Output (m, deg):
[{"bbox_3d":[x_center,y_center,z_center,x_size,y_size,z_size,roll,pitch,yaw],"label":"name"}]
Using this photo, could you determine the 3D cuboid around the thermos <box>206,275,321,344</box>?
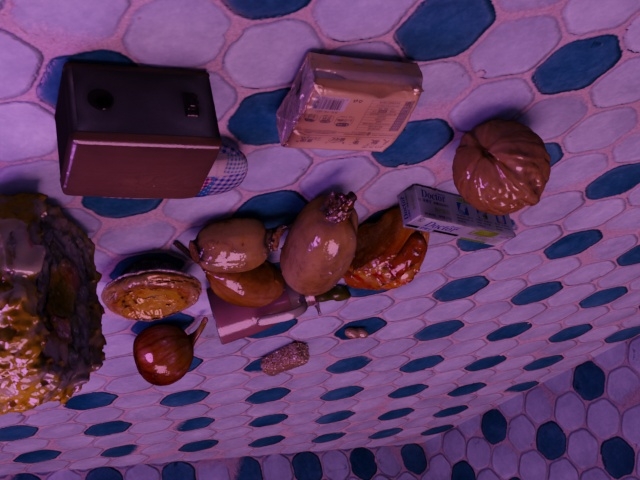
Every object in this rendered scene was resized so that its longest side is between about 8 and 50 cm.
[{"bbox_3d":[-0.139,0.161,2.097,0.265,0.176,0.146,-15,117,-5],"label":"thermos"}]

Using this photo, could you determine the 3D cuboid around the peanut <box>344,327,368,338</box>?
[{"bbox_3d":[0.113,0.288,2.615,0.083,0.037,0.037,3,150,-24],"label":"peanut"}]

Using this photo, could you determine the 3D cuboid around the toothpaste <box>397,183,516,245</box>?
[{"bbox_3d":[0.323,-0.056,1.967,0.336,0.081,0.067,10,150,-38],"label":"toothpaste"}]

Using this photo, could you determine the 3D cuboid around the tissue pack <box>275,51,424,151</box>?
[{"bbox_3d":[0.051,-0.236,1.462,0.222,0.090,0.186,-3,150,-24],"label":"tissue pack"}]

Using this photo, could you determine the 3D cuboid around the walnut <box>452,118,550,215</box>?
[{"bbox_3d":[0.367,-0.145,1.693,0.213,0.213,0.213,-11,154,-5],"label":"walnut"}]

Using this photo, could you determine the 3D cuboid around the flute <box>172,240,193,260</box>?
[{"bbox_3d":[-0.283,0.055,1.975,0.014,0.014,0.269,-18,154,10],"label":"flute"}]

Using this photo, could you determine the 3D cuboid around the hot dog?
[{"bbox_3d":[0.147,0.038,1.986,0.256,0.153,0.150,-29,150,30],"label":"hot dog"}]

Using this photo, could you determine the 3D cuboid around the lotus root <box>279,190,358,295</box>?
[{"bbox_3d":[0.000,0.000,1.822,0.151,0.169,0.343,9,148,-9],"label":"lotus root"}]

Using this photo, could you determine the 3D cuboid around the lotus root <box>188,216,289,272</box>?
[{"bbox_3d":[-0.175,0.009,1.826,0.221,0.118,0.125,-7,169,-16],"label":"lotus root"}]

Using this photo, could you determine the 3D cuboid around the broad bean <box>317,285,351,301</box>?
[{"bbox_3d":[-0.020,0.146,2.252,0.256,0.052,0.053,-1,-167,-30],"label":"broad bean"}]

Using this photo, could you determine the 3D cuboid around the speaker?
[{"bbox_3d":[-0.299,-0.173,1.346,0.231,0.153,0.192,-1,152,-24],"label":"speaker"}]

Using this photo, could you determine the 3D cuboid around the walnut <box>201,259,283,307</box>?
[{"bbox_3d":[-0.176,0.088,1.953,0.137,0.137,0.245,-28,151,27],"label":"walnut"}]

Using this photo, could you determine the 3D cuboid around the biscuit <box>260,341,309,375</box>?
[{"bbox_3d":[-0.111,0.378,2.654,0.168,0.070,0.082,-26,143,29],"label":"biscuit"}]

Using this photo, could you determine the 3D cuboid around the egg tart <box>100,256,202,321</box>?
[{"bbox_3d":[-0.391,0.108,1.940,0.234,0.094,0.234,-8,155,-4],"label":"egg tart"}]

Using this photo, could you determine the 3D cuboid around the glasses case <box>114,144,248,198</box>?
[{"bbox_3d":[-0.294,-0.128,1.529,0.327,0.076,0.125,-1,153,-22],"label":"glasses case"}]

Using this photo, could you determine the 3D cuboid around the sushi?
[{"bbox_3d":[-0.565,0.120,1.547,0.240,0.397,0.351,-12,149,4],"label":"sushi"}]

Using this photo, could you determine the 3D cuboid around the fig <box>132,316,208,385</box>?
[{"bbox_3d":[-0.399,0.294,2.258,0.207,0.175,0.175,-24,160,-25],"label":"fig"}]
